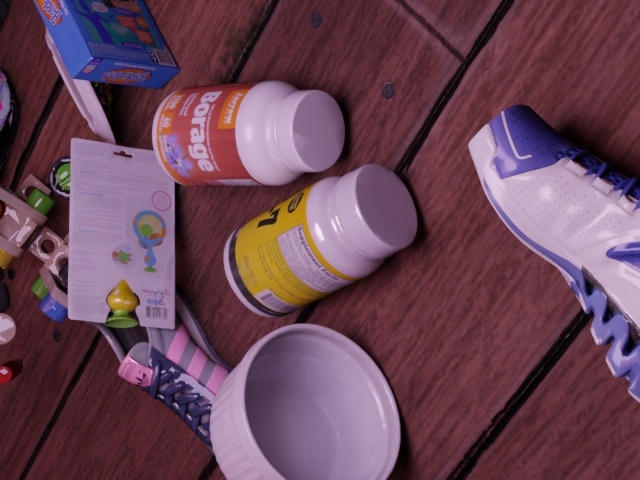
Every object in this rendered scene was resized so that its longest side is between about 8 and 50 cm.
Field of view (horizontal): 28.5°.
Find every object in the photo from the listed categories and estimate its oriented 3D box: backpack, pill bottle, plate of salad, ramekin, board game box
[{"bbox_3d":[-0.521,-0.173,1.836,0.152,0.115,0.182,53,122,27],"label":"backpack"},{"bbox_3d":[0.000,0.000,1.399,0.208,0.119,0.119,-28,77,39],"label":"pill bottle"},{"bbox_3d":[-0.304,-0.212,1.638,0.200,0.048,0.200,58,167,21],"label":"plate of salad"},{"bbox_3d":[-0.025,0.206,1.395,0.109,0.207,0.207,-38,70,46],"label":"ramekin"},{"bbox_3d":[-0.284,-0.292,1.582,0.047,0.160,0.210,-37,70,29],"label":"board game box"},{"bbox_3d":[-0.083,-0.123,1.454,0.216,0.121,0.121,1,96,41],"label":"pill bottle"}]

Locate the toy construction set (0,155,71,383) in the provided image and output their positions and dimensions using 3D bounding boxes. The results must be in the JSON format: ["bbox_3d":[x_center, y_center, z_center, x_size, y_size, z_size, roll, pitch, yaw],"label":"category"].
[{"bbox_3d":[-0.402,0.032,1.717,0.237,0.257,0.309,161,121,-84],"label":"toy construction set"}]

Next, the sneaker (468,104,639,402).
[{"bbox_3d":[0.297,-0.017,1.149,0.182,0.127,0.315,-43,75,32],"label":"sneaker"}]

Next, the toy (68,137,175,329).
[{"bbox_3d":[-0.254,-0.002,1.575,0.056,0.137,0.237,-39,50,53],"label":"toy"}]

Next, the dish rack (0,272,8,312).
[{"bbox_3d":[-0.591,0.059,1.951,0.271,0.074,0.208,-27,76,40],"label":"dish rack"}]

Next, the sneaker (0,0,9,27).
[{"bbox_3d":[-0.577,-0.310,1.862,0.341,0.125,0.139,-48,58,31],"label":"sneaker"}]

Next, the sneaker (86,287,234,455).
[{"bbox_3d":[-0.181,0.180,1.569,0.319,0.131,0.112,46,121,27],"label":"sneaker"}]
